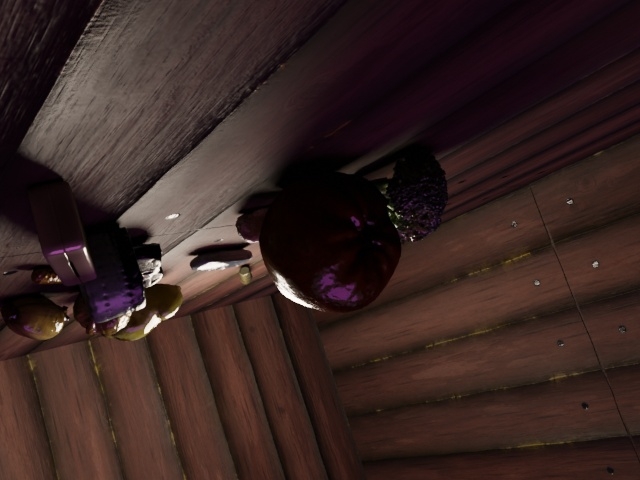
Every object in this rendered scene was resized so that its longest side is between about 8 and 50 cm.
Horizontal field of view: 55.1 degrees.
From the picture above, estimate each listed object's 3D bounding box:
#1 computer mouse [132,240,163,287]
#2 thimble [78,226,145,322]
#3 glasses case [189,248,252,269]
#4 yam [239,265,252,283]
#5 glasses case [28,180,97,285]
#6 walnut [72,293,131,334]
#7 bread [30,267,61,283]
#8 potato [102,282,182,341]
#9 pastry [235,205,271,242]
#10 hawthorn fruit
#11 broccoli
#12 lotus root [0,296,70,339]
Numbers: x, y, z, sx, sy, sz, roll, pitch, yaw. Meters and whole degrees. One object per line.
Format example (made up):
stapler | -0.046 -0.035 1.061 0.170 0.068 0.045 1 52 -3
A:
computer mouse | -0.535 0.064 1.800 0.137 0.096 0.233 -13 156 -28
thimble | -0.536 0.080 1.545 0.150 0.237 0.237 -18 171 -26
glasses case | -0.366 0.071 2.279 0.109 0.067 0.282 -21 169 31
yam | -0.353 0.161 2.878 0.061 0.061 0.274 -17 170 -8
glasses case | -0.529 -0.004 1.276 0.076 0.144 0.336 -14 171 -19
walnut | -0.747 0.234 2.105 0.198 0.198 0.245 -15 171 -20
bread | -0.755 0.099 1.741 0.052 0.044 0.157 -27 170 15
potato | -0.698 0.268 2.376 0.351 0.202 0.218 -25 -177 -6
pastry | -0.143 -0.054 1.886 0.265 0.102 0.112 -11 176 -29
hawthorn fruit | 0.000 0.000 1.687 0.403 0.402 0.403 -18 171 -3
broccoli | 0.245 -0.113 1.836 0.302 0.249 0.375 -22 176 5
lotus root | -0.945 0.255 2.022 0.154 0.140 0.257 21 174 23
